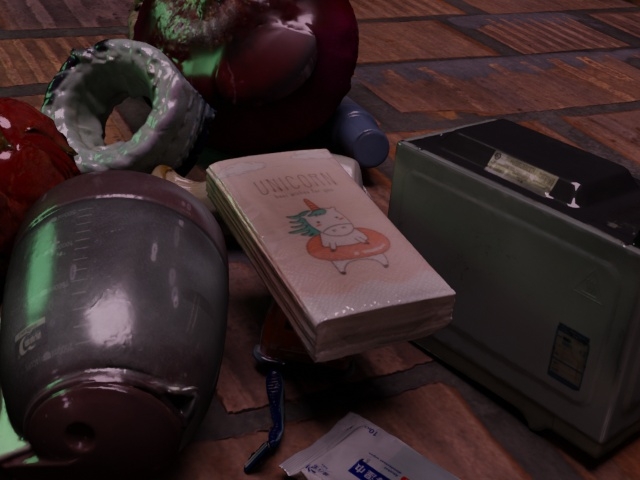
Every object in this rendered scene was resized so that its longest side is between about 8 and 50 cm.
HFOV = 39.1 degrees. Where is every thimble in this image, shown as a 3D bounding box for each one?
[{"bbox_3d":[-0.285,-0.182,1.353,0.237,0.237,0.150,18,-8,18],"label":"thimble"}]

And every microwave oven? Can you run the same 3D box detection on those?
[{"bbox_3d":[0.272,0.032,1.078,0.218,0.286,0.355,-17,33,-38],"label":"microwave oven"}]

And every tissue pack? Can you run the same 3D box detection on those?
[{"bbox_3d":[0.069,0.247,0.903,0.193,0.026,0.122,26,35,30],"label":"tissue pack"},{"bbox_3d":[0.000,0.000,1.033,0.170,0.071,0.325,-10,38,-23],"label":"tissue pack"}]

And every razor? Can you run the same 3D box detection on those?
[{"bbox_3d":[-0.053,0.191,0.976,0.028,0.044,0.154,34,24,-14],"label":"razor"}]

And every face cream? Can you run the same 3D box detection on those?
[{"bbox_3d":[0.037,-0.220,1.655,0.135,0.086,0.385,-2,22,-14],"label":"face cream"}]

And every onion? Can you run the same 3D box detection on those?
[{"bbox_3d":[-0.113,-0.320,1.605,0.398,0.398,0.420,17,-7,17],"label":"onion"}]

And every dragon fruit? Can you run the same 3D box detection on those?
[{"bbox_3d":[-0.412,-0.065,1.125,0.299,0.244,0.244,14,20,-40],"label":"dragon fruit"}]

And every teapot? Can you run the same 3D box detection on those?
[{"bbox_3d":[-0.244,0.118,0.901,0.315,0.233,0.312,-22,35,9],"label":"teapot"}]

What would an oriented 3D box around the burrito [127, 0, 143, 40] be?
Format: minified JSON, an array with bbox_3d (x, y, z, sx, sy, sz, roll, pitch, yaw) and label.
[{"bbox_3d":[-0.304,-0.401,1.843,0.190,0.135,0.332,9,25,-16],"label":"burrito"}]

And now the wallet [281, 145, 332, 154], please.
[{"bbox_3d":[-0.028,-0.092,1.454,0.142,0.045,0.204,16,30,13],"label":"wallet"}]

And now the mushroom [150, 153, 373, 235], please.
[{"bbox_3d":[-0.083,-0.047,1.287,0.329,0.159,0.122,-1,24,4],"label":"mushroom"}]

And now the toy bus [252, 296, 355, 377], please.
[{"bbox_3d":[-0.004,0.051,1.134,0.121,0.120,0.265,9,30,0],"label":"toy bus"}]
